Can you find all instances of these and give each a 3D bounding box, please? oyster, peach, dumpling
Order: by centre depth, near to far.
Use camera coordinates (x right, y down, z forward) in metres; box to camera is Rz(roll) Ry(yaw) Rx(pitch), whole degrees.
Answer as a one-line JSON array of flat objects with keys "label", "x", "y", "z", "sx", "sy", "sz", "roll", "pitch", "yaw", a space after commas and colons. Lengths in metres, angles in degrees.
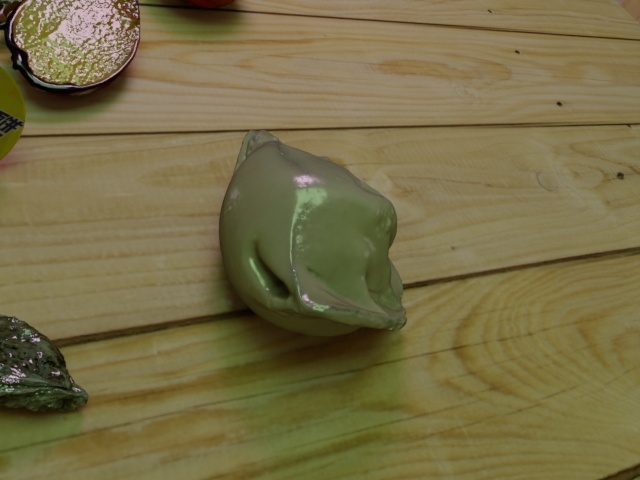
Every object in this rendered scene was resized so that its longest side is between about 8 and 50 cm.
[{"label": "oyster", "x": -0.355, "y": 0.140, "z": 0.705, "sx": 0.177, "sy": 0.064, "sz": 0.125, "roll": 37, "pitch": 32, "yaw": 22}, {"label": "dumpling", "x": 0.000, "y": 0.000, "z": 0.907, "sx": 0.315, "sy": 0.233, "sz": 0.395, "roll": 29, "pitch": 22, "yaw": -42}, {"label": "peach", "x": -0.405, "y": -0.337, "z": 1.043, "sx": 0.189, "sy": 0.068, "sz": 0.279, "roll": 43, "pitch": 53, "yaw": -9}]

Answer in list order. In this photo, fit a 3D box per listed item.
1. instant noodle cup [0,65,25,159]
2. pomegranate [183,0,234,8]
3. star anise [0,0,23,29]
[{"label": "instant noodle cup", "x": -0.527, "y": -0.210, "z": 0.830, "sx": 0.213, "sy": 0.213, "sz": 0.174, "roll": -15, "pitch": 52, "yaw": -32}, {"label": "pomegranate", "x": -0.226, "y": -0.571, "z": 1.245, "sx": 0.210, "sy": 0.210, "sz": 0.235, "roll": 36, "pitch": 16, "yaw": 8}, {"label": "star anise", "x": -0.514, "y": -0.391, "z": 1.071, "sx": 0.157, "sy": 0.053, "sz": 0.213, "roll": -13, "pitch": 63, "yaw": -35}]
